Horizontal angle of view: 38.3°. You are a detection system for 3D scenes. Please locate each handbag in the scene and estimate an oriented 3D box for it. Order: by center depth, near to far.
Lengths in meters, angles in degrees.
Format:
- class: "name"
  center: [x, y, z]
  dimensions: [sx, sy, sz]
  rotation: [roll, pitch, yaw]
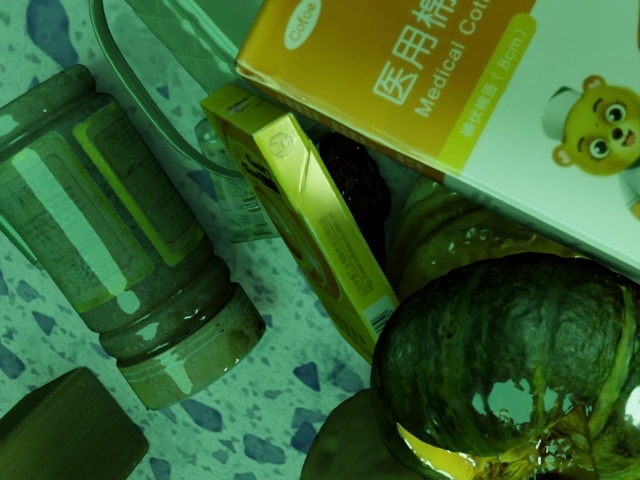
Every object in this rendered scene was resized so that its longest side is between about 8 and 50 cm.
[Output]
- class: "handbag"
  center: [-0.084, -0.178, 0.800]
  dimensions: [0.219, 0.079, 0.256]
  rotation: [-36, 100, 29]

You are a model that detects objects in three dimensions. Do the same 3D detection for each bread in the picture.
- class: "bread"
  center: [0.168, 0.040, 0.794]
  dimensions: [0.236, 0.120, 0.198]
  rotation: [22, 130, 13]

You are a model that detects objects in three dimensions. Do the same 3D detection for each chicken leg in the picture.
- class: "chicken leg"
  center: [0.036, -0.023, 0.838]
  dimensions: [0.053, 0.093, 0.205]
  rotation: [-14, 150, 17]

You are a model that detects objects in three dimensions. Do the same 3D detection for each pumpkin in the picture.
- class: "pumpkin"
  center: [0.155, 0.104, 0.658]
  dimensions: [0.238, 0.159, 0.238]
  rotation: [6, 144, 5]

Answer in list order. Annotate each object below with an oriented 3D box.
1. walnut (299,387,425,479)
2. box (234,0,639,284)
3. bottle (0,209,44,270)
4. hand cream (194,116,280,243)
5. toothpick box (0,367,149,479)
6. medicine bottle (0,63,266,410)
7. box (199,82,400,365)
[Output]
- class: "walnut"
  center: [0.119, 0.268, 0.840]
  dimensions: [0.277, 0.313, 0.252]
  rotation: [-4, 122, 1]
- class: "box"
  center: [0.141, -0.134, 0.637]
  dimensions: [0.341, 0.143, 0.225]
  rotation: [27, 92, 6]
- class: "bottle"
  center: [-0.337, -0.004, 1.052]
  dimensions: [0.030, 0.030, 0.083]
  rotation: [-32, 102, 35]
- class: "hand cream"
  center: [-0.082, -0.059, 0.907]
  dimensions: [0.061, 0.039, 0.143]
  rotation: [-7, 123, 16]
- class: "toothpick box"
  center: [-0.359, 0.308, 1.070]
  dimensions: [0.187, 0.308, 0.190]
  rotation: [-30, 102, 34]
- class: "medicine bottle"
  center: [-0.201, -0.003, 0.916]
  dimensions: [0.151, 0.151, 0.322]
  rotation: [-24, 106, 33]
- class: "box"
  center: [0.000, 0.000, 0.762]
  dimensions: [0.269, 0.043, 0.152]
  rotation: [61, 168, -27]
